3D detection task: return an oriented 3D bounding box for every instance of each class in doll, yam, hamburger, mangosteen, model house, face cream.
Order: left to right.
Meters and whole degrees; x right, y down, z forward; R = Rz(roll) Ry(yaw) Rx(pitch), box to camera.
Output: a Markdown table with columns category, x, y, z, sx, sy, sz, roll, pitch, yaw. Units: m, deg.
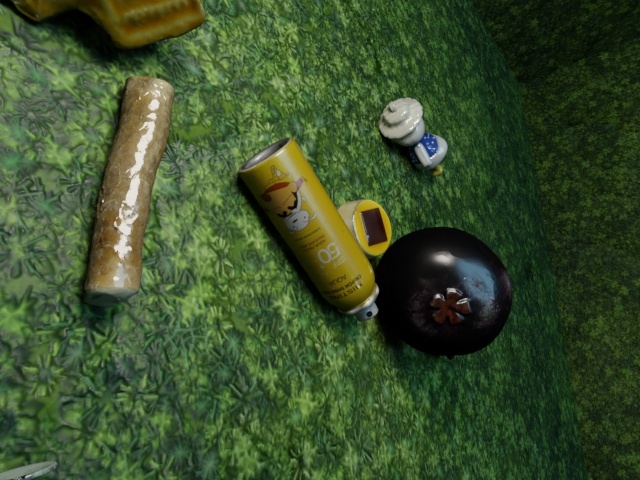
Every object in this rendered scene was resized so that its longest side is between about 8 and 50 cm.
| category | x | y | z | sx | sy | sz | roll | pitch | yaw |
| --- | --- | --- | --- | --- | --- | --- | --- | --- | --- |
| model house | -0.271 | -0.350 | 0.569 | 0.268 | 0.173 | 0.238 | -29 | 116 | -23 |
| yam | -0.228 | -0.069 | 0.572 | 0.066 | 0.066 | 0.299 | 27 | 57 | -45 |
| face cream | 0.000 | 0.000 | 0.811 | 0.348 | 0.105 | 0.105 | 57 | 39 | -22 |
| hamburger | 0.082 | -0.021 | 0.949 | 0.141 | 0.082 | 0.126 | -37 | 105 | -40 |
| doll | 0.246 | -0.267 | 1.244 | 0.293 | 0.119 | 0.138 | 34 | 43 | -49 |
| mangosteen | 0.250 | 0.095 | 0.999 | 0.302 | 0.275 | 0.274 | -54 | 123 | -74 |

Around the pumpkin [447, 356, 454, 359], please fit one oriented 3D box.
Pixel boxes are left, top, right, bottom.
| category | x | y | z | sx | sy | sz | roll | pitch | yaw |
| --- | --- | --- | --- | --- | --- | --- | --- | --- | --- |
| pumpkin | 0.311 | 0.178 | 1.183 | 0.254 | 0.131 | 0.149 | -49 | 161 | -39 |

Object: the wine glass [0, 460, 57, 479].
| category | x | y | z | sx | sy | sz | roll | pitch | yaw |
| --- | --- | --- | --- | --- | --- | --- | --- | --- | --- |
| wine glass | -0.248 | 0.275 | 0.401 | 0.073 | 0.074 | 0.154 | 6 | 72 | -52 |
